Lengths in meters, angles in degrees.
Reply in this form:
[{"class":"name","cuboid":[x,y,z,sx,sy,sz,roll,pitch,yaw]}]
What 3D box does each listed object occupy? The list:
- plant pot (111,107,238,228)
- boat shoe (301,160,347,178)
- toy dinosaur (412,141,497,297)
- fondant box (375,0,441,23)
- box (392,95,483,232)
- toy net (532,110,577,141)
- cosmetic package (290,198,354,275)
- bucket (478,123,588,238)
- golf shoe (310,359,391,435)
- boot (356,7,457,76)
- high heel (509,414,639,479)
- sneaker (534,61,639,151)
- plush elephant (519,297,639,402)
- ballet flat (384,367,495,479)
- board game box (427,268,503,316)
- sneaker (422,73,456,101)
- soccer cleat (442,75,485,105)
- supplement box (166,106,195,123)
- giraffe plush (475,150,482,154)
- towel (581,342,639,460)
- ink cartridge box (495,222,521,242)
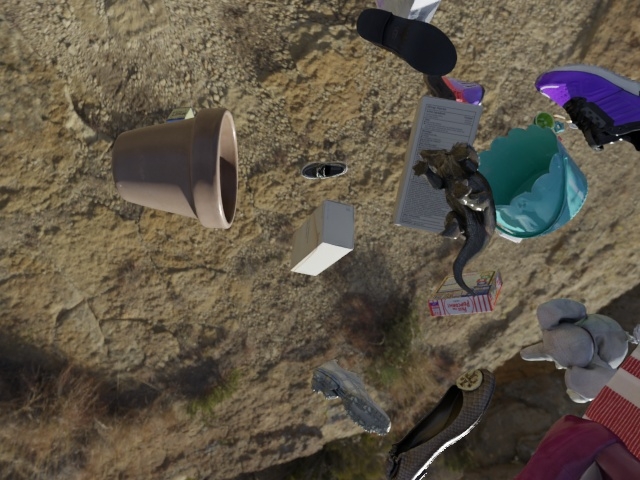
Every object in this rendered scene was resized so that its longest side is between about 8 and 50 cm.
[{"class":"plant pot","cuboid":[-0.311,-0.159,0.898,0.228,0.263,0.263,1,122,-2]},{"class":"boat shoe","cuboid":[0.011,-0.321,1.856,0.219,0.070,0.078,-6,109,17]},{"class":"toy dinosaur","cuboid":[0.247,-0.066,0.686,0.160,0.314,0.121,12,144,-44]},{"class":"fondant box","cuboid":[0.279,-0.842,1.371,0.096,0.331,0.238,-5,160,-14]},{"class":"box","cuboid":[0.282,-0.188,1.022,0.147,0.121,0.312,13,107,5]},{"class":"toy net","cuboid":[0.840,-0.399,1.404,0.231,0.122,0.045,-18,172,-8]},{"class":"cosmetic package","cuboid":[0.000,0.000,1.418,0.113,0.161,0.309,12,154,-19]},{"class":"bucket","cuboid":[0.555,-0.152,1.111,0.183,0.281,0.281,32,104,-21]},{"class":"golf shoe","cuboid":[0.069,0.289,0.784,0.086,0.176,0.069,-28,144,-49]},{"class":"boot","cuboid":[0.205,-0.481,0.987,0.262,0.229,0.091,29,115,2]},{"class":"high heel","cuboid":[0.300,0.375,0.614,0.376,0.181,0.128,-7,101,-10]},{"class":"sneaker","cuboid":[0.609,-0.279,0.896,0.293,0.102,0.146,22,92,9]},{"class":"plush elephant","cuboid":[0.682,0.291,1.111,0.255,0.272,0.330,3,153,-16]},{"class":"ballet flat","cuboid":[0.194,0.305,0.683,0.058,0.084,0.250,41,93,-2]},{"class":"board game box","cuboid":[0.374,0.130,1.044,0.193,0.146,0.045,-27,102,-55]},{"class":"sneaker","cuboid":[0.417,-0.523,1.430,0.066,0.071,0.188,-32,123,13]},{"class":"soccer cleat","cuboid":[0.552,-0.610,1.674,0.116,0.318,0.109,6,119,-16]},{"class":"supplement box","cuboid":[-0.413,-0.345,1.230,0.056,0.083,0.083,-4,132,5]},{"class":"giraffe plush","cuboid":[0.470,-0.242,1.377,0.181,0.210,0.170,-52,170,17]},{"class":"towel","cuboid":[0.653,0.292,0.783,0.037,0.237,0.329,33,97,-1]},{"class":"ink cartridge box","cuboid":[0.736,-0.139,1.543,0.100,0.172,0.237,18,114,-16]}]
